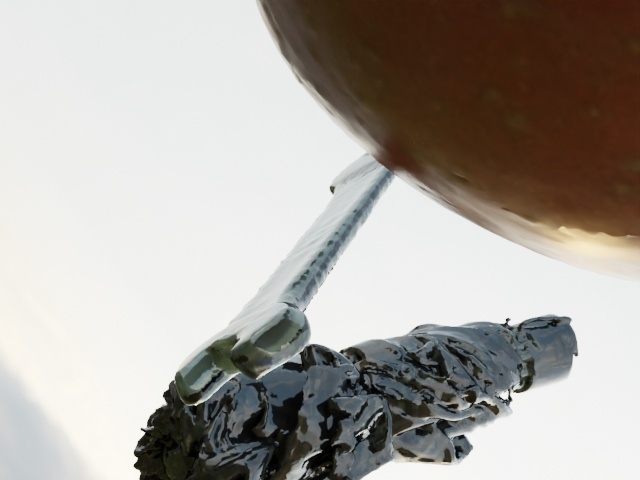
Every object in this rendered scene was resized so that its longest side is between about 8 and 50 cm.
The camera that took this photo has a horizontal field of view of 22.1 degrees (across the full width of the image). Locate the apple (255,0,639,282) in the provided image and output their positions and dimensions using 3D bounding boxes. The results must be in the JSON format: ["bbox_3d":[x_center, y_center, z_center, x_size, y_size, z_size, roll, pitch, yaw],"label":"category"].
[{"bbox_3d":[0.129,-0.154,0.495,0.277,0.348,0.348,12,-51,23],"label":"apple"}]

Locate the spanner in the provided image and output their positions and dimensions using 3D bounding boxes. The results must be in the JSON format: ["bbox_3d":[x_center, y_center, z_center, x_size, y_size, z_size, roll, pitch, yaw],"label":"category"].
[{"bbox_3d":[0.000,0.000,0.748,0.071,0.302,0.017,-27,-79,24],"label":"spanner"}]

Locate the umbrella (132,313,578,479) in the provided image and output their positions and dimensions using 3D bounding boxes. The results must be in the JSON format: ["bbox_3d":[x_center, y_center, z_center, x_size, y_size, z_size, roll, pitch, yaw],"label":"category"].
[{"bbox_3d":[0.033,0.124,1.115,0.154,0.337,0.128,-41,-115,41],"label":"umbrella"}]
